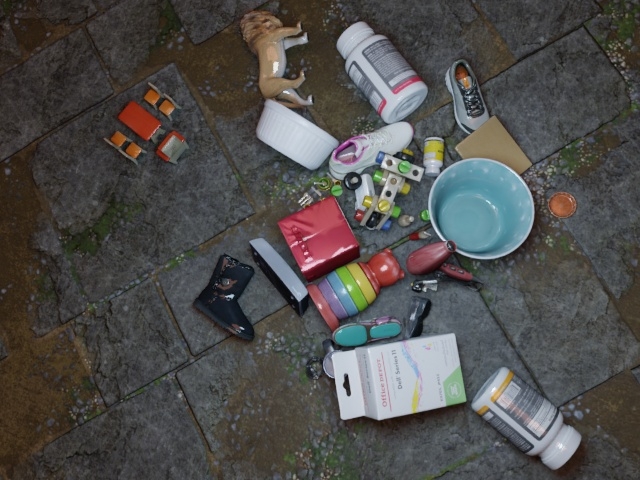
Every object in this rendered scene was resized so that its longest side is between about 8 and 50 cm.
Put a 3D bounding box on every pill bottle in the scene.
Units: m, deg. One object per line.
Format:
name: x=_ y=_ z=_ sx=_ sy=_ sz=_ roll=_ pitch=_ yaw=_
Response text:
pill bottle: x=0.192 y=-0.556 z=2.002 sx=0.176 sy=0.176 sz=0.319 roll=-35 pitch=76 yaw=1
pill bottle: x=0.586 y=0.508 z=1.745 sx=0.278 sy=0.162 sz=0.162 roll=40 pitch=87 yaw=13
pill bottle: x=0.366 y=-0.270 z=1.977 sx=0.065 sy=0.065 sz=0.116 roll=4 pitch=81 yaw=10

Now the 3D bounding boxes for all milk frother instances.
milk frother: x=0.024 y=0.386 z=1.870 sx=0.129 sy=0.135 sz=0.143 roll=42 pitch=88 yaw=15

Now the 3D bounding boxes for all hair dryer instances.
hair dryer: x=0.366 y=0.071 z=1.808 sx=0.223 sy=0.293 sz=0.080 roll=-5 pitch=64 yaw=12

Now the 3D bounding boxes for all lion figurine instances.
lion figurine: x=-0.159 y=-0.607 z=2.090 sx=0.240 sy=0.142 sz=0.392 roll=-5 pitch=83 yaw=16

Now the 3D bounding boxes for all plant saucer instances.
plant saucer: x=0.755 y=-0.110 z=1.910 sx=0.083 sy=0.013 sz=0.084 roll=-2 pitch=78 yaw=9

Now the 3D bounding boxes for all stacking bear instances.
stacking bear: x=0.117 y=0.138 z=1.898 sx=0.289 sy=0.164 sz=0.175 roll=-31 pitch=76 yaw=-2

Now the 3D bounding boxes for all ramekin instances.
ramekin: x=-0.084 y=-0.333 z=1.966 sx=0.272 sy=0.273 sz=0.127 roll=32 pitch=97 yaw=13

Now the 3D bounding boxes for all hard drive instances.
hard drive: x=-0.127 y=0.112 z=1.931 sx=0.054 sy=0.172 sz=0.255 roll=-36 pitch=70 yaw=-15

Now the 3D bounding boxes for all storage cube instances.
storage cube: x=0.000 y=0.000 z=1.912 sx=0.193 sy=0.215 sz=0.184 roll=-26 pitch=76 yaw=-3

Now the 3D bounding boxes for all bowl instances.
bowl: x=0.471 y=-0.076 z=1.859 sx=0.311 sy=0.163 sz=0.312 roll=0 pitch=74 yaw=0

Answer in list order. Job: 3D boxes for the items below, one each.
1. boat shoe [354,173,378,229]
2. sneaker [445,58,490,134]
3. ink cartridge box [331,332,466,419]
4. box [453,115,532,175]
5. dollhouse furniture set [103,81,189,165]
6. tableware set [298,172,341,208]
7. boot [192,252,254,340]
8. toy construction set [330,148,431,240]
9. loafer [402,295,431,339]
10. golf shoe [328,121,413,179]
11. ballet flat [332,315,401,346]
boat shoe: x=0.141 y=-0.123 z=1.989 sx=0.063 sy=0.066 sz=0.184 roll=-11 pitch=87 yaw=34
sneaker: x=0.476 y=-0.460 z=1.974 sx=0.100 sy=0.108 sz=0.272 roll=-19 pitch=79 yaw=2
ink cartridge box: x=0.226 y=0.396 z=1.769 sx=0.353 sy=0.119 sz=0.207 roll=-7 pitch=83 yaw=-18
box: x=0.548 y=-0.267 z=1.938 sx=0.164 sy=0.021 sz=0.201 roll=-39 pitch=94 yaw=1
dollhouse furniture set: x=-0.588 y=-0.385 z=2.114 sx=0.259 sy=0.135 sz=0.262 roll=37 pitch=87 yaw=14
tableware set: x=0.005 y=-0.148 z=2.032 sx=0.154 sy=0.024 sz=0.104 roll=-44 pitch=76 yaw=-1
boot: x=-0.272 y=0.179 z=1.976 sx=0.246 sy=0.094 sz=0.207 roll=32 pitch=89 yaw=19
toy construction set: x=0.234 y=-0.132 z=1.842 sx=0.257 sy=0.237 sz=0.309 roll=-44 pitch=96 yaw=-10
loafer: x=0.286 y=0.254 z=1.900 sx=0.061 sy=0.062 sz=0.170 roll=20 pitch=81 yaw=35
golf shoe: x=0.166 y=-0.301 z=1.978 sx=0.306 sy=0.140 sz=0.115 roll=-29 pitch=76 yaw=1
ballet flat: x=0.140 y=0.276 z=1.893 sx=0.221 sy=0.079 sz=0.077 roll=-10 pitch=108 yaw=-10
